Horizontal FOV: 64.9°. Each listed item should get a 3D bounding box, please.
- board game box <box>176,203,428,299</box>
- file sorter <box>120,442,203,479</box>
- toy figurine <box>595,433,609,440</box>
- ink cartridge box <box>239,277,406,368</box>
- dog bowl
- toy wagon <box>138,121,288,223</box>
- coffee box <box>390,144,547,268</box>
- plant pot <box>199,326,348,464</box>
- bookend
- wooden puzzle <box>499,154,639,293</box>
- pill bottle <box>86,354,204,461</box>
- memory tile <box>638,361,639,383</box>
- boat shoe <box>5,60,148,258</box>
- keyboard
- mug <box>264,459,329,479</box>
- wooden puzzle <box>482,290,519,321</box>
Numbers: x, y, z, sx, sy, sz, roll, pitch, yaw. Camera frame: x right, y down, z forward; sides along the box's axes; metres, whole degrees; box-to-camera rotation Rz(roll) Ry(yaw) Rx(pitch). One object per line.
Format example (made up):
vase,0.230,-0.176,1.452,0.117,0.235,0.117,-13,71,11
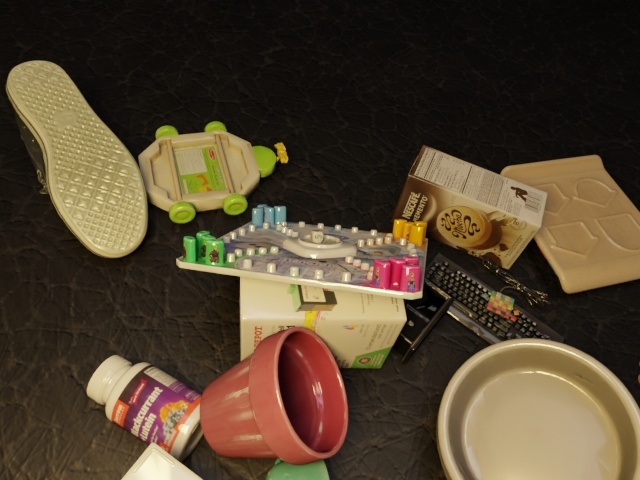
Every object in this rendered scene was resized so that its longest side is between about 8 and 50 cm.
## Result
board game box,0.000,0.000,0.931,0.389,0.051,0.390,7,14,12
file sorter,-0.178,0.457,0.676,0.277,0.173,0.193,30,54,13
toy figurine,0.494,0.315,0.942,0.173,0.130,0.159,13,39,-27
ink cartridge box,-0.009,0.143,0.917,0.277,0.201,0.117,2,52,-8
dog bowl,0.353,0.322,0.822,0.348,0.102,0.349,-12,57,18
toy wagon,-0.246,-0.170,1.196,0.343,0.068,0.267,-9,56,-17
coffee box,0.333,-0.075,1.156,0.296,0.168,0.119,23,53,9
plant pot,-0.081,0.258,0.795,0.180,0.201,0.202,-25,51,23
bookend,0.162,0.137,1.030,0.157,0.072,0.156,38,57,19
wooden puzzle,0.639,-0.043,1.244,0.321,0.081,0.348,-9,60,-15
pill bottle,-0.283,0.271,0.837,0.193,0.108,0.108,26,54,11
memory tile,0.740,0.290,1.047,0.147,0.012,0.113,28,55,11
boat shoe,-0.527,-0.166,1.101,0.186,0.156,0.500,-27,73,-31
keyboard,0.383,0.128,1.099,0.317,0.033,0.201,36,56,16
mug,-0.040,0.404,0.778,0.097,0.157,0.130,-4,87,-11
wooden puzzle,0.385,0.136,1.072,0.083,0.006,0.049,24,60,10
